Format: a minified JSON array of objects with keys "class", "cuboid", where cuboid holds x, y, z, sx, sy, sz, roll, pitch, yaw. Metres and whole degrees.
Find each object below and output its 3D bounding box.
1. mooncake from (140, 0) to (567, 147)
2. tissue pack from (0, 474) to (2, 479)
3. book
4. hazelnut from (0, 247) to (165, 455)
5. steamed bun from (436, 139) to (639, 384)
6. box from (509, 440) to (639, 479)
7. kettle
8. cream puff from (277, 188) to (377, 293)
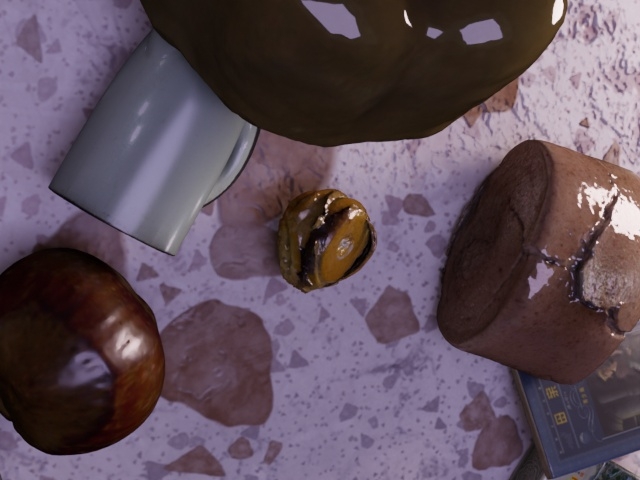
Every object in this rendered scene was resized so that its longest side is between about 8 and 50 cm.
[{"class":"mooncake","cuboid":[0.045,-0.331,1.257,0.467,0.262,0.467,6,70,-17]},{"class":"tissue pack","cuboid":[-0.516,0.274,1.285,0.333,0.236,0.229,-22,109,-15]},{"class":"book","cuboid":[0.405,0.204,1.689,0.269,0.025,0.190,-13,79,-18]},{"class":"hazelnut","cuboid":[-0.269,0.122,1.360,0.218,0.218,0.233,-24,110,-14]},{"class":"steamed bun","cuboid":[0.310,0.033,1.551,0.252,0.199,0.301,21,94,-17]},{"class":"box","cuboid":[0.387,0.393,1.750,0.256,0.069,0.164,31,91,-25]},{"class":"kettle","cuboid":[-0.163,-0.114,1.380,0.221,0.161,0.236,30,88,-52]},{"class":"cream puff","cuboid":[0.000,0.000,1.485,0.119,0.104,0.133,16,107,-56]}]
